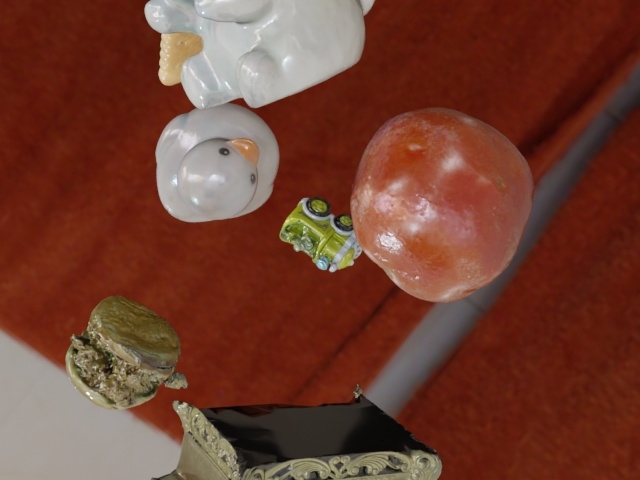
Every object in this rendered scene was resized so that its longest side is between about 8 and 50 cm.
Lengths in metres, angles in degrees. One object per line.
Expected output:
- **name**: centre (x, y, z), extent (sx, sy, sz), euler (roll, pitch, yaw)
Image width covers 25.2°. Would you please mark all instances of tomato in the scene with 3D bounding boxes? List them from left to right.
- **tomato**: centre (0.147, -0.050, 1.683), extent (0.188, 0.232, 0.232), euler (-12, 143, 43)

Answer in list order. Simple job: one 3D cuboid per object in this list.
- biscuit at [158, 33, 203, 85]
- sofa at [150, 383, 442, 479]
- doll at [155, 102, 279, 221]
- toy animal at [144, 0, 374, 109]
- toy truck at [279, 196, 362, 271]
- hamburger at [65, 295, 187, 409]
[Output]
- **biscuit**: centre (-0.103, -0.294, 1.997), extent (0.160, 0.249, 0.030), euler (104, 146, -47)
- **sofa**: centre (-0.025, 0.268, 1.466), extent (0.258, 0.182, 0.200), euler (-1, -165, -27)
- **doll**: centre (-0.178, -0.107, 2.382), extent (0.221, 0.251, 0.221), euler (27, -134, -32)
- **toy animal**: centre (-0.088, -0.328, 1.522), extent (0.196, 0.241, 0.368), euler (-1, 124, 55)
- **toy truck**: centre (0.000, 0.000, 1.947), extent (0.111, 0.076, 0.077), euler (34, -135, 12)
- **hamburger**: centre (-0.276, 0.173, 2.074), extent (0.185, 0.131, 0.159), euler (26, -156, -9)
